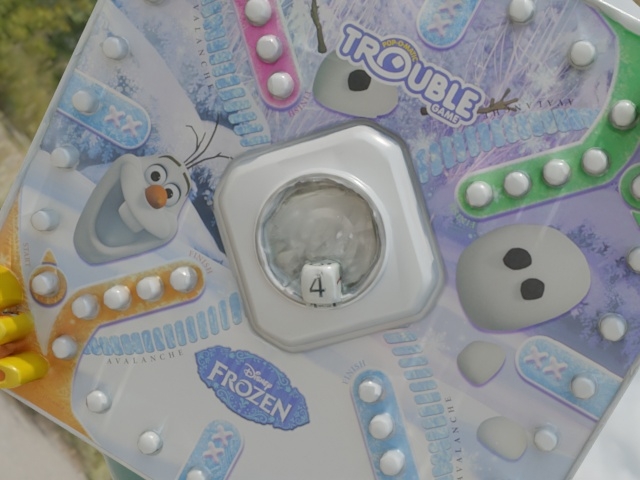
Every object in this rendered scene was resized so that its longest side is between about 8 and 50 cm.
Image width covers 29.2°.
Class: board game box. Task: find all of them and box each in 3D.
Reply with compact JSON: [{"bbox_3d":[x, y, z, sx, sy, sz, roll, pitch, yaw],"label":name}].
[{"bbox_3d":[0.000,0.000,0.721,0.390,0.390,0.050,30,13,9],"label":"board game box"}]

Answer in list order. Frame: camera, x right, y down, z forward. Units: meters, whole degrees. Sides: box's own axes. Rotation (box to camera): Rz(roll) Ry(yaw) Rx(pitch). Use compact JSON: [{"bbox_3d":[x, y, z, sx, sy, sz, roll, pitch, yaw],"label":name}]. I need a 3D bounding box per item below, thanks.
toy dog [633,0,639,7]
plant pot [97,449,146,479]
[{"bbox_3d":[0.443,-0.206,1.180,0.333,0.220,0.161,25,35,11],"label":"toy dog"},{"bbox_3d":[-0.152,0.216,1.476,0.196,0.293,0.293,33,-3,-4],"label":"plant pot"}]
